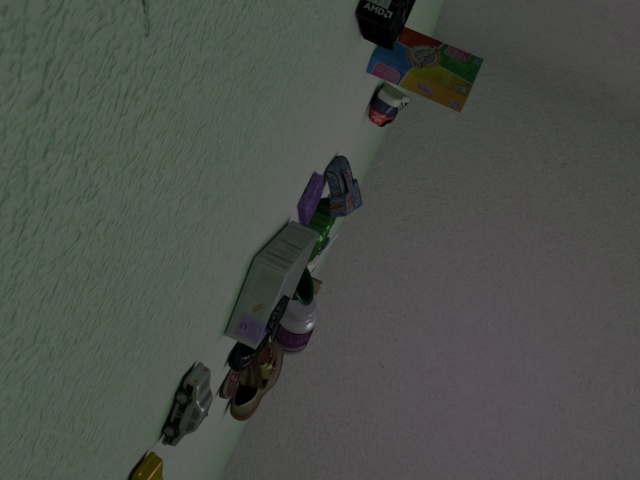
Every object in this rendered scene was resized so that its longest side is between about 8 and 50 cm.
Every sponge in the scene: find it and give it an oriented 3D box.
[{"bbox_3d":[-0.029,-0.123,1.915,0.210,0.031,0.117,94,21,-78],"label":"sponge"}]

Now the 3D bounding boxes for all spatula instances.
[{"bbox_3d":[0.000,0.000,2.449,0.242,0.019,0.168,-53,141,-35],"label":"spatula"}]

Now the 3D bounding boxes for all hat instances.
[{"bbox_3d":[-0.138,0.174,2.286,0.208,0.183,0.173,63,26,-27],"label":"hat"}]

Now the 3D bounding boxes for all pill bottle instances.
[{"bbox_3d":[-0.104,0.334,2.582,0.301,0.169,0.169,110,7,-52],"label":"pill bottle"}]

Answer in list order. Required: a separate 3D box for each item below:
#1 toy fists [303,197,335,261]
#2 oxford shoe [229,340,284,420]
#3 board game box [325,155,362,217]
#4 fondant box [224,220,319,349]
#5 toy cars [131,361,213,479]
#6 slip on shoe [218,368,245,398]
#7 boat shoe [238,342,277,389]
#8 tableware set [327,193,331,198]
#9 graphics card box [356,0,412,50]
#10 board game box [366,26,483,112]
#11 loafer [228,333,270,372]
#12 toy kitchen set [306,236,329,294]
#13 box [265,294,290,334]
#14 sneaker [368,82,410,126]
[{"bbox_3d":[-0.007,-0.055,2.147,0.142,0.096,0.279,-59,-179,35],"label":"toy fists"},{"bbox_3d":[-0.236,0.529,2.446,0.130,0.123,0.348,98,15,-55],"label":"oxford shoe"},{"bbox_3d":[0.075,-0.165,2.113,0.194,0.060,0.194,-60,140,-57],"label":"board game box"},{"bbox_3d":[-0.123,0.109,1.686,0.238,0.096,0.330,-67,173,22],"label":"fondant box"},{"bbox_3d":[-0.321,0.460,1.353,0.176,0.087,0.394,103,12,-69],"label":"toy cars"},{"bbox_3d":[-0.282,0.443,1.994,0.041,0.051,0.135,-19,-143,35],"label":"slip on shoe"},{"bbox_3d":[-0.207,0.426,2.215,0.324,0.120,0.122,109,7,-52],"label":"boat shoe"},{"bbox_3d":[0.010,-0.112,2.463,0.169,0.020,0.141,-44,158,-73],"label":"tableware set"},{"bbox_3d":[0.203,-0.643,1.440,0.233,0.094,0.371,-37,151,-81],"label":"graphics card box"},{"bbox_3d":[0.332,-0.549,1.976,0.064,0.316,0.242,109,7,-49],"label":"board game box"},{"bbox_3d":[-0.204,0.308,1.916,0.078,0.076,0.223,-59,176,38],"label":"loafer"},{"bbox_3d":[-0.017,0.092,2.586,0.166,0.122,0.207,-45,160,-76],"label":"toy kitchen set"},{"bbox_3d":[-0.107,0.187,1.584,0.083,0.018,0.067,-57,171,-51],"label":"box"},{"bbox_3d":[0.267,-0.543,2.551,0.148,0.131,0.350,-60,172,23],"label":"sneaker"}]
